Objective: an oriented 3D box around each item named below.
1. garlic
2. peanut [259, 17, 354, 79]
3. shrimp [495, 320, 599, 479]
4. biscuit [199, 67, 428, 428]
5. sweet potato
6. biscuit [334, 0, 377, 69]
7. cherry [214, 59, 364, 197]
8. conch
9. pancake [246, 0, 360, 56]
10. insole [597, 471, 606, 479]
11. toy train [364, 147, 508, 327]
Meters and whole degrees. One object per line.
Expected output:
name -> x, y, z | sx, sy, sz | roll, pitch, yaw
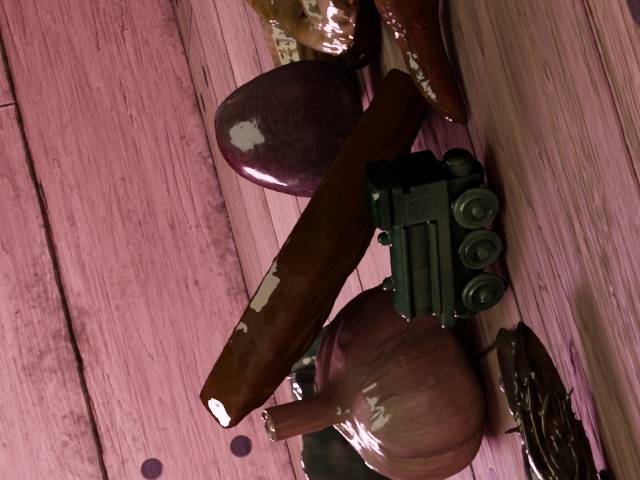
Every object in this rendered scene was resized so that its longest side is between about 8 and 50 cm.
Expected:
garlic -> 0.045, 0.156, 1.734 | 0.218, 0.212, 0.218 | 160, 90, -80
peanut -> -0.012, -0.212, 1.975 | 0.099, 0.090, 0.214 | -11, 95, 51
shrimp -> 0.199, 0.198, 1.295 | 0.169, 0.058, 0.296 | 141, 111, -74
biscuit -> 0.008, 0.004, 1.670 | 0.350, 0.070, 0.394 | -59, -1, -35
sweet potato -> 0.075, -0.218, 1.464 | 0.078, 0.058, 0.255 | 27, 138, 53
biscuit -> 0.016, -0.271, 1.817 | 0.192, 0.049, 0.192 | 163, 90, -79
cherry -> -0.025, -0.116, 1.856 | 0.176, 0.176, 0.140 | 103, 157, -73
conch -> 0.043, 0.177, 1.948 | 0.220, 0.195, 0.277 | 44, -130, -37
pancake -> -0.028, -0.368, 1.704 | 0.387, 0.082, 0.386 | 172, 90, -74
insole -> 0.241, 0.290, 1.356 | 0.080, 0.003, 0.232 | -144, 40, -78
toy train -> 0.097, 0.000, 1.486 | 0.071, 0.111, 0.170 | -110, 11, -53
